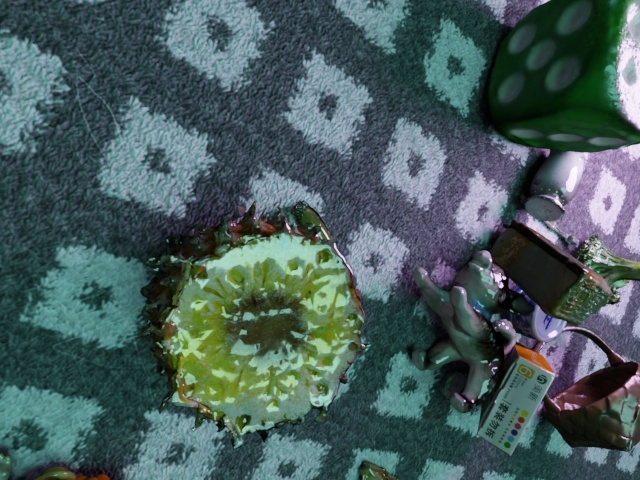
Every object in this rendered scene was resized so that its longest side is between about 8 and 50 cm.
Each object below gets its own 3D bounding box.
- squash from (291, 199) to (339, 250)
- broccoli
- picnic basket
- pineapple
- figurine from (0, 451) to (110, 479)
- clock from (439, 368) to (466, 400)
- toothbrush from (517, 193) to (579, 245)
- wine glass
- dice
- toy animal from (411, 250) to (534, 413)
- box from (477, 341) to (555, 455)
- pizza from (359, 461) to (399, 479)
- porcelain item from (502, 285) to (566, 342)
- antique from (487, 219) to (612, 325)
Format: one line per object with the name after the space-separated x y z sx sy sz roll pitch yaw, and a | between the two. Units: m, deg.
0.000 0.000 0.856 0.052 0.052 0.184 -34 108 -19 | squash
0.852 0.089 1.226 0.194 0.194 0.220 10 88 -28 | broccoli
0.763 0.410 1.213 0.292 0.337 0.338 -29 110 -14 | picnic basket
-0.118 0.106 0.667 0.351 0.300 0.353 -5 101 -27 | pineapple
-0.480 0.444 0.638 0.381 0.224 0.205 32 106 -4 | figurine
0.355 0.388 1.114 0.085 0.017 0.085 -4 100 -27 | clock
0.656 -0.056 1.197 0.294 0.028 0.026 30 83 -23 | toothbrush
0.628 -0.153 1.112 0.111 0.111 0.205 43 68 -26 | wine glass
0.600 -0.371 0.964 0.296 0.300 0.288 13 90 -27 | dice
0.375 0.180 0.997 0.302 0.194 0.345 -16 116 -29 | toy animal
0.484 0.382 1.048 0.273 0.091 0.221 9 106 -65 | box
0.155 0.653 1.025 0.147 0.069 0.227 5 96 -26 | pizza
0.588 0.195 1.148 0.147 0.114 0.148 -4 99 -25 | porcelain item
0.525 0.062 1.003 0.150 0.284 0.125 21 112 -30 | antique
